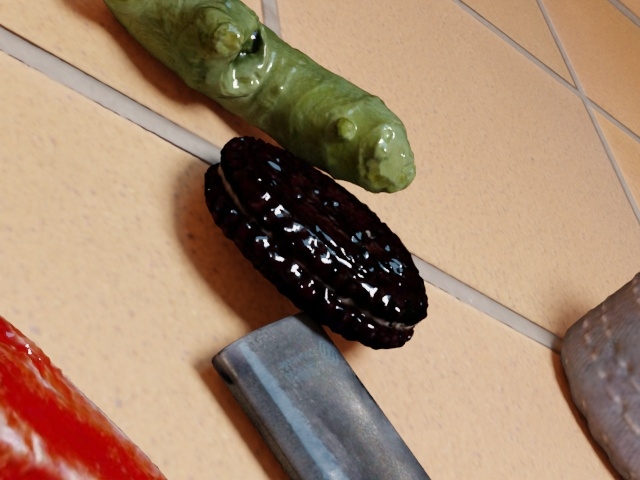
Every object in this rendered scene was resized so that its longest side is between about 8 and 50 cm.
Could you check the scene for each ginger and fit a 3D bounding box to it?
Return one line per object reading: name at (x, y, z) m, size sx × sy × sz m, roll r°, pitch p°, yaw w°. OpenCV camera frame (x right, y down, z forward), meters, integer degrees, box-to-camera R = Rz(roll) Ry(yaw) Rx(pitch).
ginger at (-0.051, -0.131, 0.813) m, size 0.290 × 0.089 × 0.137 m, roll 39°, pitch -14°, yaw -15°

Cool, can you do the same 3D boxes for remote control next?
remote control at (0.072, 0.208, 0.632) m, size 0.378 × 0.044 × 0.107 m, roll 54°, pitch 33°, yaw 12°

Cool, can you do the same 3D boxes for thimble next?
thimble at (0.343, 0.133, 0.958) m, size 0.205 × 0.172 × 0.236 m, roll 25°, pitch 38°, yaw -29°

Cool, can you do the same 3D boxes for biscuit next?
biscuit at (0.000, 0.000, 0.744) m, size 0.194 × 0.053 × 0.194 m, roll 38°, pitch 14°, yaw -11°

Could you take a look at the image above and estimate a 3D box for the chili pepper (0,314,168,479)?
chili pepper at (-0.096, 0.149, 0.421) m, size 0.252 × 0.136 × 0.144 m, roll 44°, pitch 1°, yaw -23°
